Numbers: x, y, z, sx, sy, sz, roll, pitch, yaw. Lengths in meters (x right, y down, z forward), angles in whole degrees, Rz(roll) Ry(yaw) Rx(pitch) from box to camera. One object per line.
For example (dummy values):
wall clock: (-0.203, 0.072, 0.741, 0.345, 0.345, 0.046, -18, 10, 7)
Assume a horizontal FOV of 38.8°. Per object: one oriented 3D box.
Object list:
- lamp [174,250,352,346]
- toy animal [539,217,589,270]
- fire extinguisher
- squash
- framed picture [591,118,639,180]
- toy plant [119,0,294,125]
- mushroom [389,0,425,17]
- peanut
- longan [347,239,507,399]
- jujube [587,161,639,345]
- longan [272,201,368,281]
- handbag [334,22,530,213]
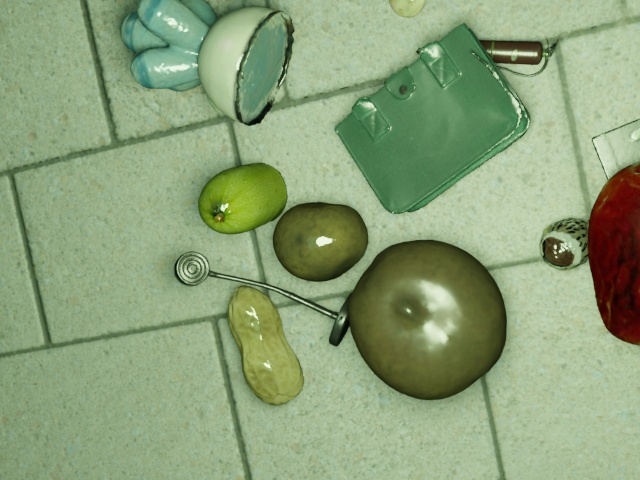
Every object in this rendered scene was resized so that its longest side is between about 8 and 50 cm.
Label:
lamp: (-0.093, 0.093, 1.757, 0.371, 0.108, 0.130, 27, 79, -12)
toy animal: (0.467, -0.002, 1.670, 0.137, 0.098, 0.098, -37, 86, 15)
fire extinguisher: (0.361, -0.343, 1.692, 0.157, 0.045, 0.078, 4, 125, 14)
squash: (-0.158, -0.080, 1.754, 0.133, 0.247, 0.132, 2, 98, 14)
framed picture: (0.669, -0.084, 1.650, 0.244, 0.013, 0.323, -22, 89, 16)
toy plant: (-0.244, -0.376, 1.762, 0.332, 0.247, 0.247, 19, 101, 15)
mushroom: (0.169, -0.464, 1.715, 0.067, 0.083, 0.083, -10, 94, -25)
peanut: (-0.117, 0.213, 1.838, 0.124, 0.123, 0.256, -21, 92, 16)
longan: (0.195, 0.141, 1.666, 0.297, 0.297, 0.297, 2, 96, 15)
jujube: (0.574, 0.023, 1.576, 0.223, 0.223, 0.318, 3, 109, 15)
longan: (0.000, 0.000, 1.759, 0.187, 0.167, 0.167, -22, 90, 24)
handbag: (0.205, -0.218, 1.700, 0.326, 0.089, 0.238, -37, 82, 25)
